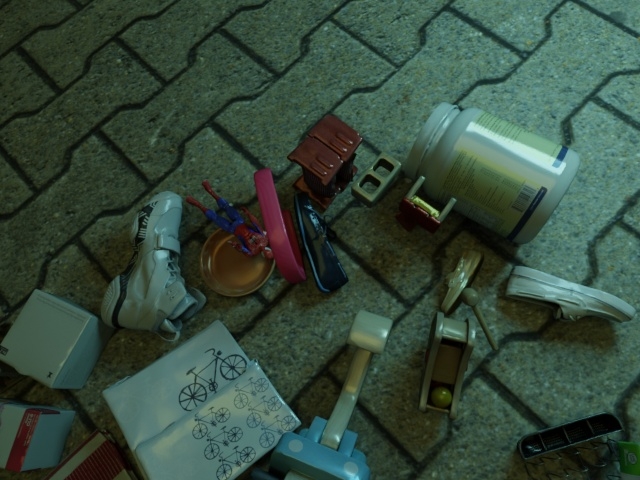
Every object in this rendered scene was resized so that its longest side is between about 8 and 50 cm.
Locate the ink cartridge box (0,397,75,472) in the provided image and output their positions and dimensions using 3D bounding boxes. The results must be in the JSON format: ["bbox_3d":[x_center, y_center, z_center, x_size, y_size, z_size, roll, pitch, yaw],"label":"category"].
[{"bbox_3d":[-0.697,0.441,1.037,0.176,0.128,0.127,7,72,9],"label":"ink cartridge box"}]

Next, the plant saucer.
[{"bbox_3d":[-0.209,0.049,1.160,0.200,0.037,0.200,-2,70,6],"label":"plant saucer"}]

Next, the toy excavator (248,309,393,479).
[{"bbox_3d":[0.019,0.413,0.917,0.222,0.445,0.432,16,118,12],"label":"toy excavator"}]

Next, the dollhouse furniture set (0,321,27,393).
[{"bbox_3d":[-0.825,0.275,1.083,0.101,0.182,0.161,-35,71,-5],"label":"dollhouse furniture set"}]

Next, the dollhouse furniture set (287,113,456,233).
[{"bbox_3d":[0.111,-0.114,1.097,0.374,0.201,0.152,38,79,11],"label":"dollhouse furniture set"}]

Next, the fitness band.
[{"bbox_3d":[-0.099,-0.035,1.083,0.054,0.209,0.290,-18,69,2],"label":"fitness band"}]

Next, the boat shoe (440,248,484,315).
[{"bbox_3d":[0.323,0.095,1.066,0.059,0.063,0.170,27,77,30],"label":"boat shoe"}]

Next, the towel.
[{"bbox_3d":[-0.487,0.624,0.998,0.237,0.037,0.329,-43,69,-6],"label":"towel"}]

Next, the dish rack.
[{"bbox_3d":[0.529,0.497,0.887,0.208,0.074,0.271,-18,70,2],"label":"dish rack"}]

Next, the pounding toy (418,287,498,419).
[{"bbox_3d":[0.301,0.236,0.940,0.155,0.154,0.269,11,90,11],"label":"pounding toy"}]

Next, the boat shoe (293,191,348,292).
[{"bbox_3d":[0.000,0.000,1.129,0.089,0.109,0.258,-17,86,-6],"label":"boat shoe"}]

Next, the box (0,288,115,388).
[{"bbox_3d":[-0.641,0.242,1.105,0.181,0.119,0.182,21,75,14],"label":"box"}]

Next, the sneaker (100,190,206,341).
[{"bbox_3d":[-0.376,0.066,1.124,0.210,0.137,0.365,17,79,15],"label":"sneaker"}]

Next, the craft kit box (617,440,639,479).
[{"bbox_3d":[0.676,0.513,0.829,0.250,0.061,0.246,10,69,-12],"label":"craft kit box"}]

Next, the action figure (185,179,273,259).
[{"bbox_3d":[-0.224,-0.052,1.110,0.280,0.139,0.091,40,81,16],"label":"action figure"}]

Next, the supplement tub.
[{"bbox_3d":[0.386,-0.163,1.050,0.325,0.235,0.235,31,78,16],"label":"supplement tub"}]

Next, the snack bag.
[{"bbox_3d":[-0.267,0.369,0.998,0.323,0.037,0.342,-32,61,-20],"label":"snack bag"}]

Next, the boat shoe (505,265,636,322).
[{"bbox_3d":[0.547,0.140,1.009,0.258,0.095,0.084,20,78,24],"label":"boat shoe"}]
